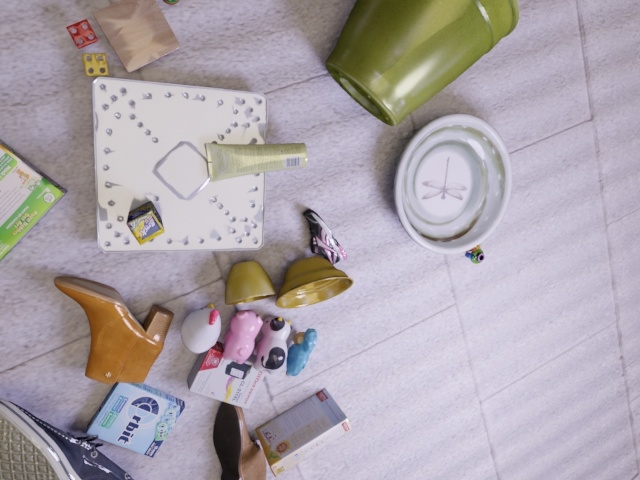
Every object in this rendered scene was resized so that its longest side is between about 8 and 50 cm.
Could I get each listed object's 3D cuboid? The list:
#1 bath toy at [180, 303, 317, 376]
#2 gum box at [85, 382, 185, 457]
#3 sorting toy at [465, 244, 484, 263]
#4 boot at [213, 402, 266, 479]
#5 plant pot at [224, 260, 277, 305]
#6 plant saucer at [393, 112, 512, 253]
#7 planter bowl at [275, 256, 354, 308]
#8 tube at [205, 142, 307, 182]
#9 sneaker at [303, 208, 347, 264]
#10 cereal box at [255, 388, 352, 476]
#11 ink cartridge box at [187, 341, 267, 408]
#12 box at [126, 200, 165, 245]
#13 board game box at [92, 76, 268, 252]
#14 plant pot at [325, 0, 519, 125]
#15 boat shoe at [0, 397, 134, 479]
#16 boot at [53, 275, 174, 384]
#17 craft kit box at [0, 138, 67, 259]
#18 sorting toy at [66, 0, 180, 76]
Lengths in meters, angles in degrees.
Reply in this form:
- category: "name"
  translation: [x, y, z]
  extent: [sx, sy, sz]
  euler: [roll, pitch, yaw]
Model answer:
- category: "bath toy"
  translation: [-0.181, 0.242, 1.190]
  extent: [0.348, 0.152, 0.129]
  euler: [21, 128, -28]
- category: "gum box"
  translation: [-0.472, 0.454, 1.183]
  extent: [0.184, 0.041, 0.157]
  euler: [34, 88, -24]
- category: "sorting toy"
  translation: [0.498, 0.037, 1.467]
  extent: [0.061, 0.042, 0.102]
  euler: [-37, 111, -10]
- category: "boot"
  translation: [-0.221, 0.585, 1.292]
  extent: [0.115, 0.112, 0.306]
  euler: [-14, 103, -49]
- category: "plant pot"
  translation: [-0.187, 0.107, 1.188]
  extent: [0.134, 0.134, 0.095]
  euler: [-8, 79, -19]
- category: "plant saucer"
  translation: [0.374, -0.164, 1.348]
  extent: [0.399, 0.100, 0.401]
  euler: [-4, 103, -20]
- category: "planter bowl"
  translation: [-0.027, 0.103, 1.231]
  extent: [0.217, 0.217, 0.091]
  euler: [-11, 67, -18]
- category: "tube"
  translation: [-0.152, -0.200, 1.115]
  extent: [0.239, 0.062, 0.070]
  euler: [-8, 60, -14]
- category: "sneaker"
  translation: [0.000, 0.000, 1.259]
  extent: [0.077, 0.072, 0.178]
  euler: [-35, 105, 0]
- category: "cereal box"
  translation: [-0.050, 0.529, 1.287]
  extent: [0.240, 0.173, 0.048]
  euler: [-26, 108, -13]
- category: "ink cartridge box"
  translation: [-0.247, 0.357, 1.232]
  extent: [0.175, 0.072, 0.128]
  euler: [26, 90, -22]
- category: "box"
  translation: [-0.379, -0.041, 0.997]
  extent: [0.059, 0.169, 0.054]
  euler: [-31, 110, -12]
- category: "board game box"
  translation: [-0.327, -0.169, 1.110]
  extent: [0.389, 0.050, 0.391]
  euler: [-1, 101, -20]
- category: "plant pot"
  translation: [0.209, -0.485, 1.113]
  extent: [0.366, 0.366, 0.353]
  euler: [37, 98, -23]
- category: "boat shoe"
  translation: [-0.610, 0.545, 1.088]
  extent: [0.186, 0.156, 0.500]
  euler: [-35, 108, 9]
- category: "boot"
  translation: [-0.517, 0.224, 1.088]
  extent: [0.295, 0.104, 0.211]
  euler: [28, 90, -27]
- category: "craft kit box"
  translation: [-0.730, -0.095, 0.972]
  extent: [0.246, 0.061, 0.250]
  euler: [44, 84, -20]
- category: "sorting toy"
  translation: [-0.413, -0.458, 1.022]
  extent: [0.274, 0.046, 0.132]
  euler: [-33, 110, -12]
